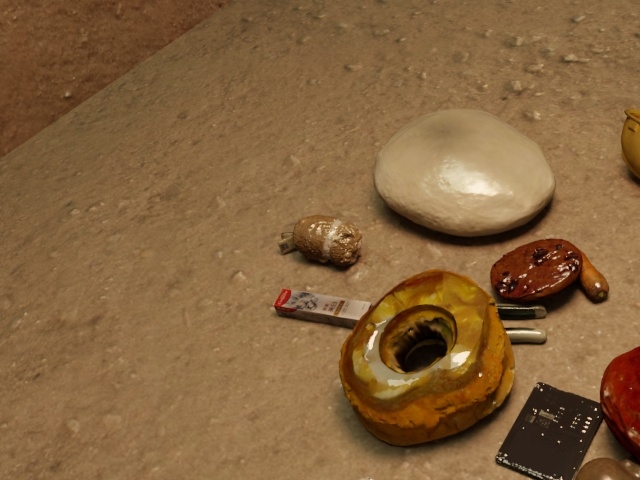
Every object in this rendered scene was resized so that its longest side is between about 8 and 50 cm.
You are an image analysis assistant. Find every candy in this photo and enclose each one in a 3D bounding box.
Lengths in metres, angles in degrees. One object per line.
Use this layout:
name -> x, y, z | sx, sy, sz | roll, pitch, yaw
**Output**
candy -> 0.336, -0.167, 1.778 | 0.386, 0.186, 0.427 | -32, 46, -22

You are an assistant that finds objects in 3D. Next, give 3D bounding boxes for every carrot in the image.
carrot -> 0.523, 0.050, 1.558 | 0.047, 0.047, 0.191 | -18, 37, 1

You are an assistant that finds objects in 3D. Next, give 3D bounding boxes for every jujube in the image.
jujube -> 0.548, 0.284, 1.197 | 0.190, 0.190, 0.255 | -14, 57, 5

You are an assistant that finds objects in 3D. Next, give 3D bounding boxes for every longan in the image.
longan -> 0.439, 0.377, 1.169 | 0.119, 0.106, 0.106 | -42, 41, 5

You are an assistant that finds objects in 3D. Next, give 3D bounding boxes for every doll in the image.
doll -> 0.000, -0.006, 1.779 | 0.221, 0.115, 0.105 | 10, 57, 39

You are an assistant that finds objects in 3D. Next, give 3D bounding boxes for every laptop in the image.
laptop -> 0.392, 0.327, 1.314 | 0.129, 0.016, 0.180 | 15, 51, 35

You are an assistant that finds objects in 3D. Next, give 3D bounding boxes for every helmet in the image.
helmet -> 0.751, -0.180, 1.662 | 0.257, 0.140, 0.205 | 35, 30, 33

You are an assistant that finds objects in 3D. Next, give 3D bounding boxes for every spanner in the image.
spanner -> 0.277, 0.163, 1.524 | 0.325, 0.040, 0.095 | -3, 43, 16

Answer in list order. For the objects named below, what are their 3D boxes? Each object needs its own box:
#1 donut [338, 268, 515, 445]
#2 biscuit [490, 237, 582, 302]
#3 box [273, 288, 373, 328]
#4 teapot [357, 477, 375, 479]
donut -> 0.188, 0.206, 1.396 | 0.330, 0.160, 0.329 | -8, 59, 13
biscuit -> 0.428, 0.057, 1.547 | 0.192, 0.049, 0.192 | -26, 21, 10
box -> 0.007, 0.146, 1.646 | 0.218, 0.039, 0.055 | 6, 47, 27
teapot -> 0.035, 0.484, 1.197 | 0.178, 0.222, 0.163 | 38, 103, 35
